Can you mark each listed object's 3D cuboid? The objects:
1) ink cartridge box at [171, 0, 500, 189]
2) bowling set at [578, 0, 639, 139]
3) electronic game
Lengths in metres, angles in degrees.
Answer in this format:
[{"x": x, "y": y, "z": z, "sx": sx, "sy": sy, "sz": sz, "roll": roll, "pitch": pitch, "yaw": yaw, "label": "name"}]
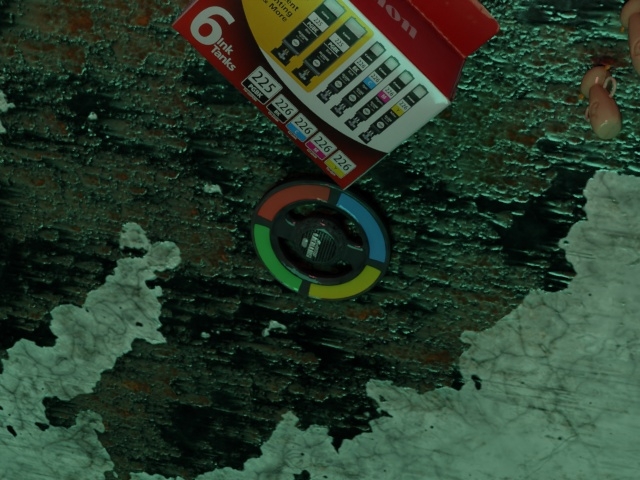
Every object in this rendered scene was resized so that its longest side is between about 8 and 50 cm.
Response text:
[{"x": 0.023, "y": -0.268, "z": 1.776, "sx": 0.309, "sy": 0.130, "sz": 0.272, "roll": 42, "pitch": 124, "yaw": -13, "label": "ink cartridge box"}, {"x": 0.481, "y": -0.246, "z": 1.857, "sx": 0.199, "sy": 0.154, "sz": 0.287, "roll": 20, "pitch": 129, "yaw": -19, "label": "bowling set"}, {"x": 0.000, "y": 0.000, "z": 2.226, "sx": 0.229, "sy": 0.048, "sz": 0.229, "roll": 9, "pitch": 126, "yaw": 13, "label": "electronic game"}]
